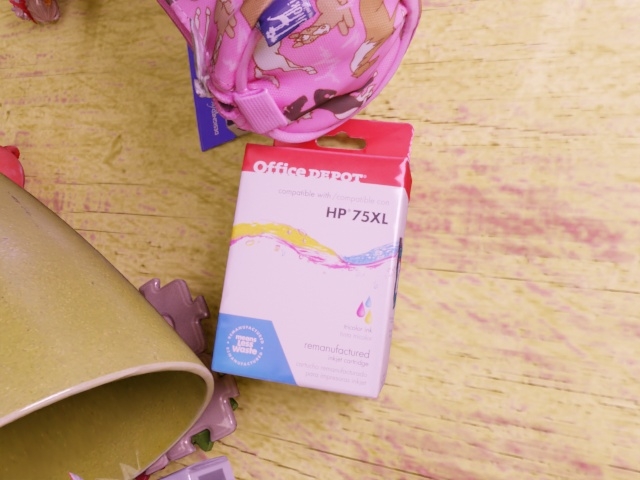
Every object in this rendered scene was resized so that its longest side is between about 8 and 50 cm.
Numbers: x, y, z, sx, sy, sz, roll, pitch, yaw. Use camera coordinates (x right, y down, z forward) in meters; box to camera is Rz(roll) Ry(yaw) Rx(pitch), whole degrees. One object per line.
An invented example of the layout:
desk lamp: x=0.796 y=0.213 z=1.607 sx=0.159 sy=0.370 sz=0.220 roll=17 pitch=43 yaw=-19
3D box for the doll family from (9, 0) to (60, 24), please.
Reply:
doll family: x=-0.297 y=-0.354 z=0.686 sx=0.263 sy=0.118 sz=0.163 roll=-28 pitch=73 yaw=20

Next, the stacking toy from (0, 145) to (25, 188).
stacking toy: x=-0.412 y=0.052 z=0.710 sx=0.279 sy=0.130 sz=0.309 roll=45 pitch=104 yaw=8

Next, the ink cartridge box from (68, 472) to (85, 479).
ink cartridge box: x=-0.166 y=0.225 z=0.469 sx=0.029 sy=0.115 sz=0.063 roll=-37 pitch=59 yaw=-18

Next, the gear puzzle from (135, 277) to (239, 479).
gear puzzle: x=-0.158 y=0.134 z=0.607 sx=0.339 sy=0.044 sz=0.175 roll=-30 pitch=70 yaw=17

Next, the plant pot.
plant pot: x=-0.279 y=0.068 z=0.495 sx=0.275 sy=0.275 sz=0.293 roll=-44 pitch=67 yaw=15

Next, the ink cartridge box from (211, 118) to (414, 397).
ink cartridge box: x=0.000 y=0.000 z=0.505 sx=0.134 sy=0.078 sz=0.230 roll=6 pitch=85 yaw=11

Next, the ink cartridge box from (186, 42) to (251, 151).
ink cartridge box: x=-0.058 y=-0.214 z=0.596 sx=0.208 sy=0.045 sz=0.206 roll=-16 pitch=77 yaw=25

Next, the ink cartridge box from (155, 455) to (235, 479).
ink cartridge box: x=-0.138 y=0.361 z=0.535 sx=0.239 sy=0.060 sz=0.275 roll=-31 pitch=69 yaw=26

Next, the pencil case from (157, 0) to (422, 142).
pencil case: x=-0.089 y=-0.262 z=0.503 sx=0.386 sy=0.167 sz=0.160 roll=55 pitch=130 yaw=23
